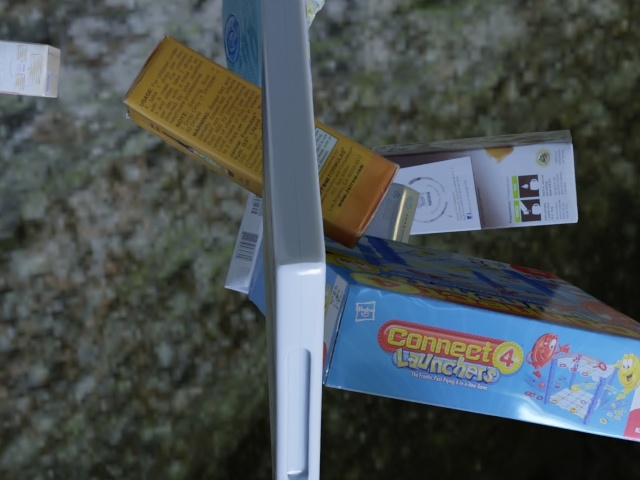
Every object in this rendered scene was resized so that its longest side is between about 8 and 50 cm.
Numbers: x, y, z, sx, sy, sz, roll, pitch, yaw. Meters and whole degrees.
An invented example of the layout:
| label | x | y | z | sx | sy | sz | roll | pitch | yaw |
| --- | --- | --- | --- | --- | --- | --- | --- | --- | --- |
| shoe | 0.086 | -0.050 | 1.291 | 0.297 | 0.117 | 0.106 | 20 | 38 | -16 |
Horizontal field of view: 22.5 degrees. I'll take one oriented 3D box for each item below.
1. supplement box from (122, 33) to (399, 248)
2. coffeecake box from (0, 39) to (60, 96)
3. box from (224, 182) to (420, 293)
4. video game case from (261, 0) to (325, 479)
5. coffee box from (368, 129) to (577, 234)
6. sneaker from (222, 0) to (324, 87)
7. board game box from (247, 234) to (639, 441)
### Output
| label | x | y | z | sx | sy | sz | roll | pitch | yaw |
| --- | --- | --- | --- | --- | --- | --- | --- | --- | --- |
| supplement box | -0.052 | -0.084 | 1.383 | 0.233 | 0.078 | 0.080 | 28 | -99 | 0 |
| coffeecake box | -0.439 | -0.227 | 2.081 | 0.185 | 0.068 | 0.142 | 5 | -176 | -3 |
| box | 0.000 | 0.000 | 1.657 | 0.186 | 0.145 | 0.038 | 12 | 176 | 35 |
| video game case | -0.016 | 0.009 | 0.854 | 0.026 | 0.206 | 0.227 | -2 | -137 | -3 |
| coffee box | 0.177 | -0.068 | 1.905 | 0.246 | 0.098 | 0.141 | -5 | -172 | 8 |
| sneaker | 0.004 | -0.284 | 1.736 | 0.208 | 0.319 | 0.127 | 3 | 169 | -23 |
| board game box | 0.118 | 0.073 | 1.434 | 0.308 | 0.086 | 0.302 | 11 | -172 | -17 |
